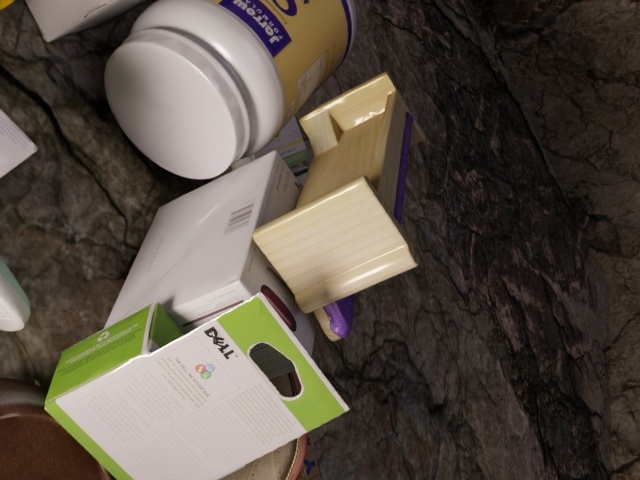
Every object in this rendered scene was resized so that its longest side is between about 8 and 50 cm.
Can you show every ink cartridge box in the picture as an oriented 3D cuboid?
[{"bbox_3d":[-0.126,0.153,0.836,0.189,0.255,0.097,56,11,-28],"label":"ink cartridge box"},{"bbox_3d":[-0.117,-0.223,1.298,0.171,0.056,0.235,-32,104,-58],"label":"ink cartridge box"}]

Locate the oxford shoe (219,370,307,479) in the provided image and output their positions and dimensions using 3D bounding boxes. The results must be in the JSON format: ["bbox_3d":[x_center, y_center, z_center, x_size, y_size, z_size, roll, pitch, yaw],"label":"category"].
[{"bbox_3d":[-0.108,0.286,0.981,0.130,0.123,0.348,36,47,-32],"label":"oxford shoe"}]

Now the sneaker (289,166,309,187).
[{"bbox_3d":[0.000,0.000,1.339,0.235,0.094,0.153,52,44,-44],"label":"sneaker"}]

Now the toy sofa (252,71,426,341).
[{"bbox_3d":[0.053,-0.055,0.985,0.177,0.150,0.362,56,23,-21],"label":"toy sofa"}]

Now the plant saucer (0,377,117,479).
[{"bbox_3d":[-0.298,0.283,0.754,0.310,0.050,0.310,34,47,-46],"label":"plant saucer"}]

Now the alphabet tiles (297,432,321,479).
[{"bbox_3d":[-0.063,0.331,1.144,0.198,0.009,0.237,-2,77,-58],"label":"alphabet tiles"}]

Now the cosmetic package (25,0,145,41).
[{"bbox_3d":[-0.320,-0.459,0.953,0.365,0.197,0.155,65,31,-16],"label":"cosmetic package"}]

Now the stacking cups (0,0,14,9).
[{"bbox_3d":[-0.439,-0.392,0.832,0.316,0.096,0.096,64,32,-11],"label":"stacking cups"}]

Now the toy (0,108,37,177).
[{"bbox_3d":[-0.379,-0.058,0.662,0.137,0.056,0.237,51,49,-14],"label":"toy"}]

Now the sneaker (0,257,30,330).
[{"bbox_3d":[-0.346,-0.040,0.785,0.256,0.094,0.151,57,41,-19],"label":"sneaker"}]

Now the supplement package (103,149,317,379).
[{"bbox_3d":[-0.117,0.046,0.978,0.145,0.204,0.262,53,27,-30],"label":"supplement package"}]

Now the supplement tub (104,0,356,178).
[{"bbox_3d":[-0.119,-0.263,1.100,0.241,0.241,0.331,57,46,-24],"label":"supplement tub"}]
